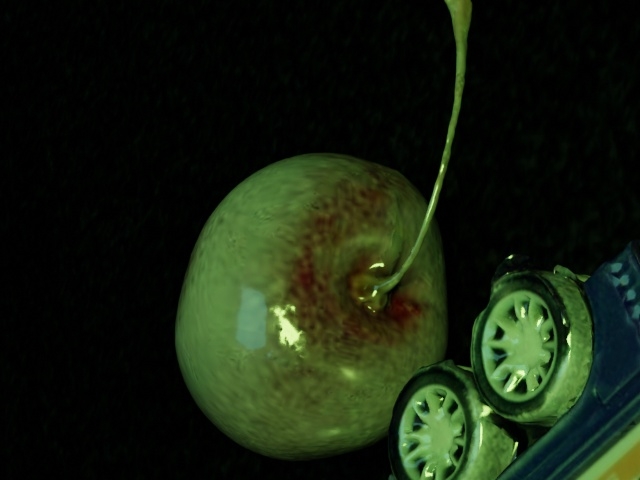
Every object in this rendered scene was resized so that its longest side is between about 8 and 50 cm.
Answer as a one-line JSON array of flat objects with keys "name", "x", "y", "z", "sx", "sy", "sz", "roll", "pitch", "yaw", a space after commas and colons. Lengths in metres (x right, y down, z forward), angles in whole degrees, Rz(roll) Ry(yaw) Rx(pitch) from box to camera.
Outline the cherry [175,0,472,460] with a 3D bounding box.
[{"name": "cherry", "x": 0.001, "y": 0.003, "z": 0.825, "sx": 0.148, "sy": 0.115, "sz": 0.188, "roll": 75, "pitch": -159, "yaw": -68}]

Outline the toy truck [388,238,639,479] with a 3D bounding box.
[{"name": "toy truck", "x": 0.077, "y": 0.130, "z": 0.633, "sx": 0.268, "sy": 0.124, "sz": 0.155, "roll": -50, "pitch": 46, "yaw": 36}]
